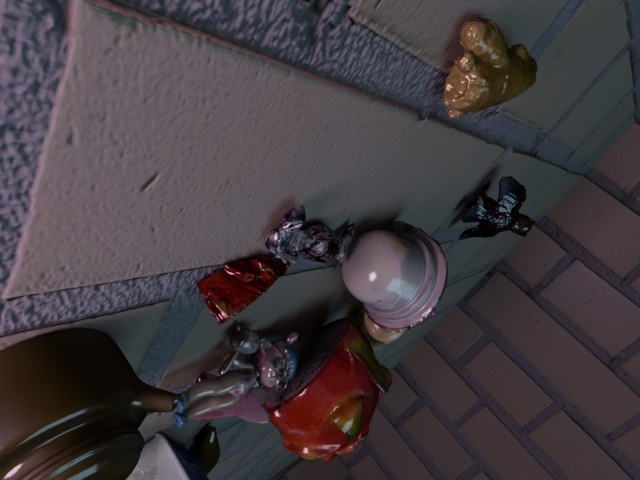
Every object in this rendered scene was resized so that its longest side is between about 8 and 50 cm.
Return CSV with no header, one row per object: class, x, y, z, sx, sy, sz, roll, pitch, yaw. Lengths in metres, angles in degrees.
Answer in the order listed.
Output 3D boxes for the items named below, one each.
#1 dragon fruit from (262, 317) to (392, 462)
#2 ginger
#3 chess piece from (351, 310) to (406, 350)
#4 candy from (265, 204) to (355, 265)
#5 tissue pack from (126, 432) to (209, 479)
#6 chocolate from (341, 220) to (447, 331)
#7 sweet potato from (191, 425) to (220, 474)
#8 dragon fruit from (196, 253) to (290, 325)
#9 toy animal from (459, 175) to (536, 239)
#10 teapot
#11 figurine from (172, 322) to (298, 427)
dragon fruit,0.029,0.344,0.946,0.305,0.226,0.305,-40,-175,4
ginger,0.236,-0.223,0.592,0.205,0.081,0.115,-3,104,-43
chess piece,0.138,0.202,1.021,0.117,0.117,0.397,-37,167,-11
candy,0.000,0.000,0.644,0.094,0.051,0.226,-50,155,10
tissue pack,-0.317,0.551,0.905,0.146,0.198,0.263,-34,155,-21
chocolate,0.118,0.046,0.787,0.221,0.221,0.147,-46,131,9
sweet potato,-0.294,0.552,1.093,0.077,0.077,0.244,-17,148,-44
dragon fruit,-0.104,0.050,0.591,0.131,0.063,0.097,-35,-173,-16
toy animal,0.461,-0.054,1.101,0.116,0.179,0.219,-55,172,-50
teapot,-0.282,0.222,0.442,0.267,0.175,0.186,-33,152,-20
figurine,-0.150,0.230,0.771,0.260,0.102,0.205,-16,111,-42
